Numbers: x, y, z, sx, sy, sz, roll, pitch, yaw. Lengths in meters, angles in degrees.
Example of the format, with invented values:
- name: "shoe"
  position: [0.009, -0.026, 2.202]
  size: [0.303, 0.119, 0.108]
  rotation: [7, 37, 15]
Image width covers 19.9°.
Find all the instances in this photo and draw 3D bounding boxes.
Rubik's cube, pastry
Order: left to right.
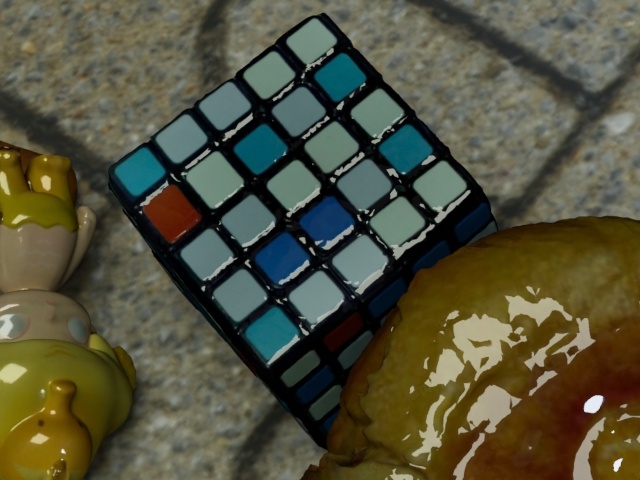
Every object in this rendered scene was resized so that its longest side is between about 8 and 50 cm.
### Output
- name: "Rubik's cube"
  position: [0.000, 0.000, 1.201]
  size: [0.184, 0.182, 0.187]
  rotation: [-38, 64, -5]
- name: "pastry"
  position: [0.164, 0.154, 1.075]
  size: [0.356, 0.164, 0.356]
  rotation: [0, 78, -1]

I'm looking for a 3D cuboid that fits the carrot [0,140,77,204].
- name: "carrot"
  position: [-0.279, -0.063, 1.365]
  size: [0.210, 0.061, 0.061]
  rotation: [23, 74, 24]

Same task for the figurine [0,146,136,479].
- name: "figurine"
  position: [-0.202, 0.063, 1.243]
  size: [0.156, 0.131, 0.246]
  rotation: [8, 75, -28]
